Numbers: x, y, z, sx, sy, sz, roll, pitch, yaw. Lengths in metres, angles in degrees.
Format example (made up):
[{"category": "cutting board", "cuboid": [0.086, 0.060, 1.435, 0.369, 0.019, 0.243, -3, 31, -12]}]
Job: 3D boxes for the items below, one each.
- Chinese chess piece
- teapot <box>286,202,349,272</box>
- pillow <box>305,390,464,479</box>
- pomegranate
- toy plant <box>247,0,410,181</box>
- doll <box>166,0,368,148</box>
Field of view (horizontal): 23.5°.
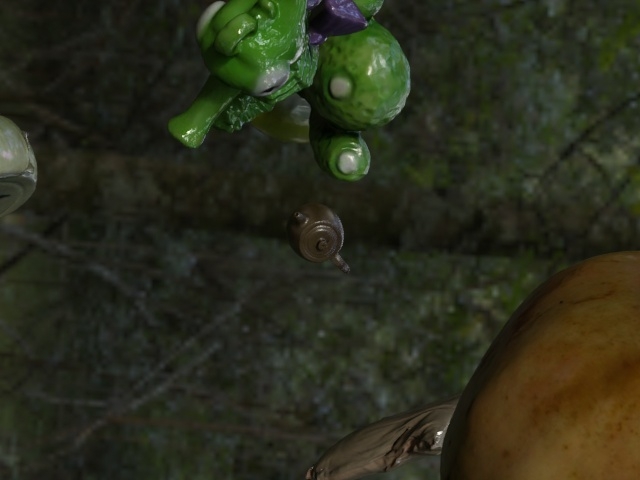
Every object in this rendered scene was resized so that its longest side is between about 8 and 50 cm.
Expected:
[{"category": "Chinese chess piece", "cuboid": [-0.466, -0.073, 1.923, 0.238, 0.238, 0.092, 66, 0, -78]}, {"category": "teapot", "cuboid": [0.000, 0.000, 2.070, 0.121, 0.076, 0.068, 50, 4, -25]}, {"category": "pillow", "cuboid": [0.119, 0.248, 1.964, 0.173, 0.270, 0.067, -23, 88, -44]}, {"category": "pomegranate", "cuboid": [0.208, 0.116, 0.967, 0.252, 0.229, 0.270, -41, 160, -49]}, {"category": "toy plant", "cuboid": [0.003, -0.180, 1.600, 0.316, 0.184, 0.224, -150, -121, -74]}, {"category": "doll", "cuboid": [-0.028, -0.089, 0.762, 0.050, 0.115, 0.190, 51, 2, 4]}]
